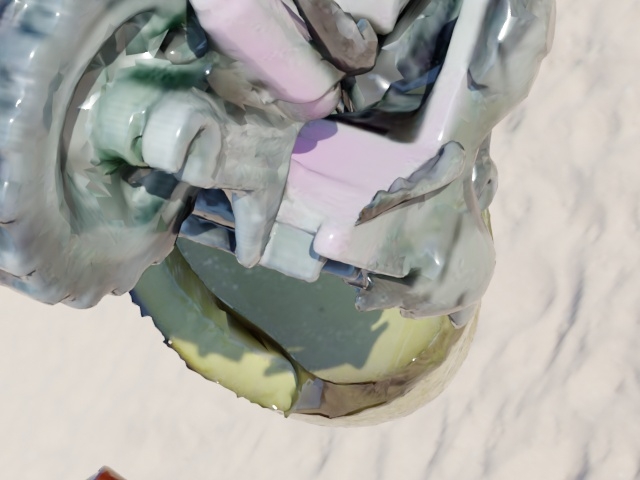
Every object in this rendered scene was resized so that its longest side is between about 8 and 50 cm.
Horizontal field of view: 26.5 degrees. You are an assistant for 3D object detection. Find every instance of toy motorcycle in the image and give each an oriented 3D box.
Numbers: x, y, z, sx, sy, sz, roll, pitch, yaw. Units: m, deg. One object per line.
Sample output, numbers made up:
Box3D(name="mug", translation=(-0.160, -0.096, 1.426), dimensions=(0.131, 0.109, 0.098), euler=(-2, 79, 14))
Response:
Box3D(name="toy motorcycle", translation=(-0.001, -0.071, 0.448), dimensions=(0.143, 0.327, 0.188), euler=(18, 95, 24))

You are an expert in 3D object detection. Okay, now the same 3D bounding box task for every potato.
Box3D(name="potato", translation=(0.000, 0.000, 0.866), dimensions=(0.285, 0.242, 0.242), euler=(32, 89, 26))

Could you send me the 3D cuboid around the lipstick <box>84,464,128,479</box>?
Box3D(name="lipstick", translation=(-0.027, 0.237, 0.832), dimensions=(0.081, 0.299, 0.081), euler=(-54, -1, -1))
